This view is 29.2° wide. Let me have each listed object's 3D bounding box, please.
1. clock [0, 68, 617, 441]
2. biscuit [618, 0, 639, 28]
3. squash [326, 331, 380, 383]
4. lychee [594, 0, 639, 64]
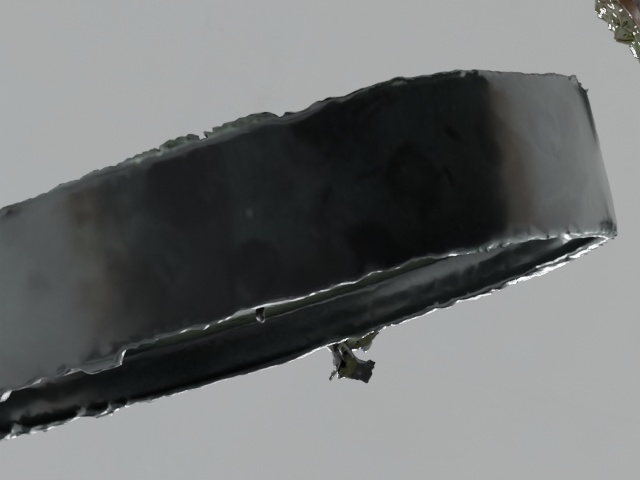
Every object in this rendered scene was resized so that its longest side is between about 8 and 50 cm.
[{"bbox_3d":[-0.027,0.016,0.516,0.312,0.312,0.061,-15,-98,-18],"label":"clock"},{"bbox_3d":[0.160,-0.086,0.259,0.081,0.289,0.334,-36,-102,-11],"label":"biscuit"},{"bbox_3d":[0.001,-0.001,0.887,0.087,0.331,0.087,-5,-62,-9],"label":"squash"},{"bbox_3d":[0.368,-0.271,1.086,0.270,0.270,0.320,-32,-81,-12],"label":"lychee"}]
